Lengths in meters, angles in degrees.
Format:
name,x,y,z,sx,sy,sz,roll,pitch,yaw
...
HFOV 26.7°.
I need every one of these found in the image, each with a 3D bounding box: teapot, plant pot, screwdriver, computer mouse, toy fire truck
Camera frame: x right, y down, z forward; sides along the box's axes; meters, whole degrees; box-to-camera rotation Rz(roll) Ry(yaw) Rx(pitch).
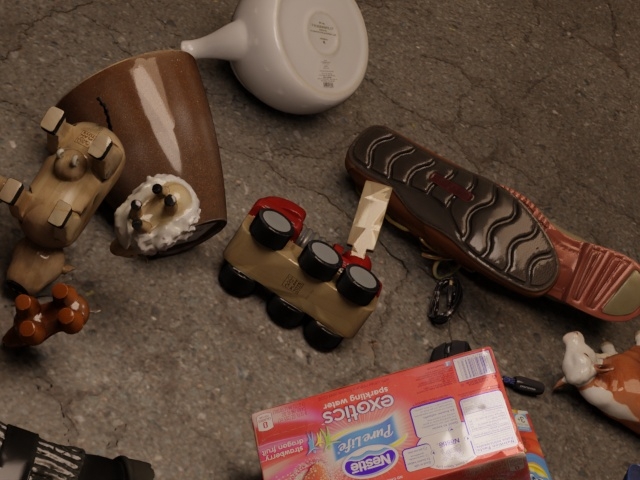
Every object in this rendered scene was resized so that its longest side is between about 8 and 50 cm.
name,x,y,z,sx,sy,sz,roll,pitch,yaw
teapot,-0.056,-0.312,2.169,0.256,0.187,0.253,48,52,-27
plant pot,-0.222,-0.105,1.828,0.215,0.215,0.230,-14,73,-44
screwdriver,0.258,0.201,1.989,0.169,0.025,0.024,18,41,-22
computer mouse,0.188,0.139,1.962,0.041,0.071,0.242,54,23,-38
toy fire truck,0.000,0.000,1.923,0.217,0.158,0.246,33,27,-3

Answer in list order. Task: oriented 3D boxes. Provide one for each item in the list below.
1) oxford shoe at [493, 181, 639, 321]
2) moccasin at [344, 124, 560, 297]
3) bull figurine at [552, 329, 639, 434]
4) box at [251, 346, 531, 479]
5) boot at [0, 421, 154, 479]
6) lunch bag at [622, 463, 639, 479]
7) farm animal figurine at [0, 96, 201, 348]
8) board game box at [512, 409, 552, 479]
name,x,y,z,sx,sy,sz,roll,pitch,yaw
oxford shoe,0.337,0.020,2.181,0.397,0.140,0.146,31,0,7
moccasin,0.198,-0.029,2.070,0.380,0.147,0.139,28,67,19
bull figurine,0.497,0.230,2.072,0.310,0.101,0.188,36,37,1
box,0.087,0.259,1.587,0.299,0.142,0.154,-17,51,2
boot,-0.301,0.327,1.358,0.260,0.131,0.348,23,29,-26
lunch bag,0.461,0.373,1.930,0.067,0.065,0.098,17,41,1
farm animal figurine,-0.358,-0.031,1.647,0.330,0.172,0.327,44,80,10
board game box,0.211,0.361,1.695,0.142,0.144,0.275,11,45,-29
